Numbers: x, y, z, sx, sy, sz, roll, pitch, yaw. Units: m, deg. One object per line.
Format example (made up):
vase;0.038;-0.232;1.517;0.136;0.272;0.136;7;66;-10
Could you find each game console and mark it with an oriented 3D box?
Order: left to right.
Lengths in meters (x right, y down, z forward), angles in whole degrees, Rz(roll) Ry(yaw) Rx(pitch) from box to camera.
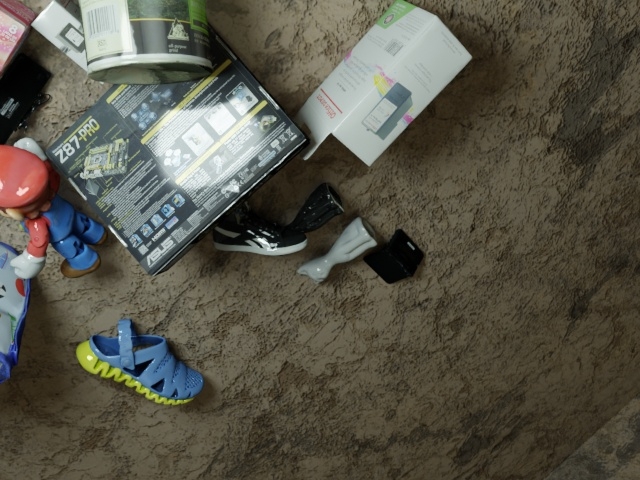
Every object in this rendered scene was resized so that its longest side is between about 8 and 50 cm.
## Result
game console;0.189;0.042;1.530;0.122;0.071;0.107;43;70;-32

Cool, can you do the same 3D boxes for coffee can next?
coffee can;-0.287;-0.406;0.958;0.202;0.201;0.275;-6;97;-14

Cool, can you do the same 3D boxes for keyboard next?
keyboard;-0.570;-0.243;1.087;0.192;0.038;0.100;-57;154;-5

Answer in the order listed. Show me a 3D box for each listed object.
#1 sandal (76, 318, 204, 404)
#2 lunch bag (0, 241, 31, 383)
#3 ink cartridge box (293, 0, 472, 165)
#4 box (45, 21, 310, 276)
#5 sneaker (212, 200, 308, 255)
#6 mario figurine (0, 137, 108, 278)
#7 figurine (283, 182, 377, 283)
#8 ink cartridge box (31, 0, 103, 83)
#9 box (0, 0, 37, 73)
sandal;-0.407;0.288;1.425;0.317;0.126;0.138;32;101;-31
lunch bag;-0.753;0.125;1.097;0.386;0.328;0.238;10;119;-25
ink cartridge box;0.102;-0.292;1.195;0.119;0.207;0.353;37;105;-31
box;-0.268;-0.176;1.126;0.395;0.097;0.318;-42;91;8
sneaker;-0.138;-0.037;1.305;0.217;0.079;0.121;1;114;10
mario figurine;-0.547;-0.059;1.124;0.170;0.198;0.320;-34;146;-7
figurine;0.000;0.000;1.412;0.209;0.092;0.215;-38;123;16
ink cartridge box;-0.435;-0.369;1.046;0.060;0.104;0.180;-43;121;10
box;-0.634;-0.386;0.947;0.300;0.154;0.142;32;104;-28
